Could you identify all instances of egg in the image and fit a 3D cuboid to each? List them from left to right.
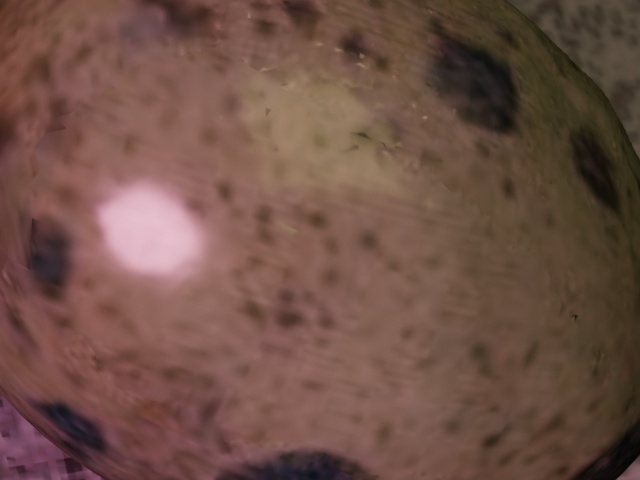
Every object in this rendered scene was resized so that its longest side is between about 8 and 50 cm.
[{"bbox_3d":[0.000,0.000,0.426,0.181,0.141,0.141,30,57,-12],"label":"egg"}]
